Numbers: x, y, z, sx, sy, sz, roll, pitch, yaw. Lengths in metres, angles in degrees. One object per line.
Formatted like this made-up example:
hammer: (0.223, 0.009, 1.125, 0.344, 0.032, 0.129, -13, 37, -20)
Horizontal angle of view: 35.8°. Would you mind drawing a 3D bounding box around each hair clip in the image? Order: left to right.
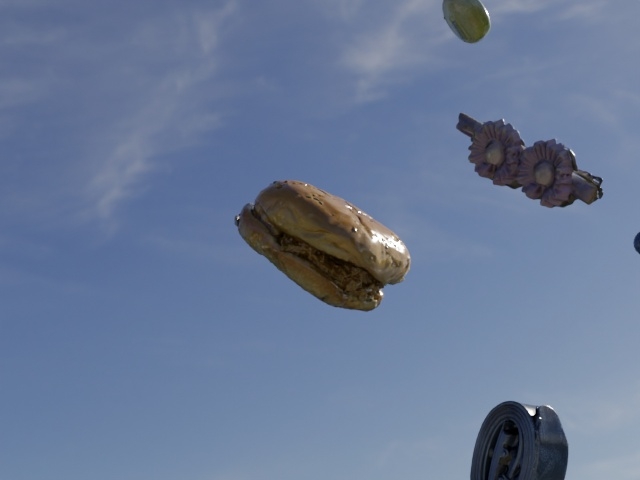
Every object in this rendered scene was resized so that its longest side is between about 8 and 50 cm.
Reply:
hair clip: (0.310, -0.121, 1.503, 0.085, 0.292, 0.106, -5, -62, -34)

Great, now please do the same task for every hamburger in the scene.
hamburger: (0.000, 0.000, 1.734, 0.319, 0.319, 0.158, 22, -79, -50)

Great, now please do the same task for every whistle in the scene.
whistle: (0.235, -0.445, 1.807, 0.057, 0.198, 0.104, -39, 8, -10)

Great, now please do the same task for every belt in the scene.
belt: (0.308, 0.340, 1.533, 0.082, 0.190, 0.141, 14, -1, -33)

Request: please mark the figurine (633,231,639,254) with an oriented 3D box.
figurine: (0.779, 0.026, 2.314, 0.079, 0.077, 0.136, -33, -59, -1)
